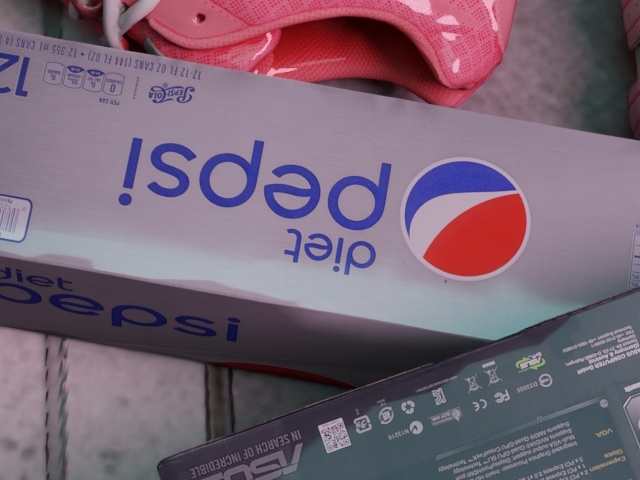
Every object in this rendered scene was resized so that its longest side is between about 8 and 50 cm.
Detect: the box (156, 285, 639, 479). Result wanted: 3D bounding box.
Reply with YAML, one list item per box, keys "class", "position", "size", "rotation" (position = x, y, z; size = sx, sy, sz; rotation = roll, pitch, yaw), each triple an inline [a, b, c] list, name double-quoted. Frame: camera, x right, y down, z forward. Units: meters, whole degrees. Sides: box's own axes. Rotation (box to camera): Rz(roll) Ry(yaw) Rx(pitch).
- class: "box"
  position: [0.083, 0.123, 0.659]
  size: [0.232, 0.059, 0.183]
  rotation: [-21, 76, 1]

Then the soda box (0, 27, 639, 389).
- class: "soda box"
  position: [0.000, 0.000, 0.763]
  size: [0.286, 0.098, 0.091]
  rotation: [10, 70, -2]

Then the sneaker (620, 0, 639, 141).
- class: "sneaker"
  position: [0.169, -0.076, 0.799]
  size: [0.111, 0.103, 0.252]
  rotation: [-33, 77, -15]

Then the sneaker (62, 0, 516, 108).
- class: "sneaker"
  position: [-0.066, -0.122, 0.790]
  size: [0.313, 0.116, 0.136]
  rotation: [5, 73, -3]
